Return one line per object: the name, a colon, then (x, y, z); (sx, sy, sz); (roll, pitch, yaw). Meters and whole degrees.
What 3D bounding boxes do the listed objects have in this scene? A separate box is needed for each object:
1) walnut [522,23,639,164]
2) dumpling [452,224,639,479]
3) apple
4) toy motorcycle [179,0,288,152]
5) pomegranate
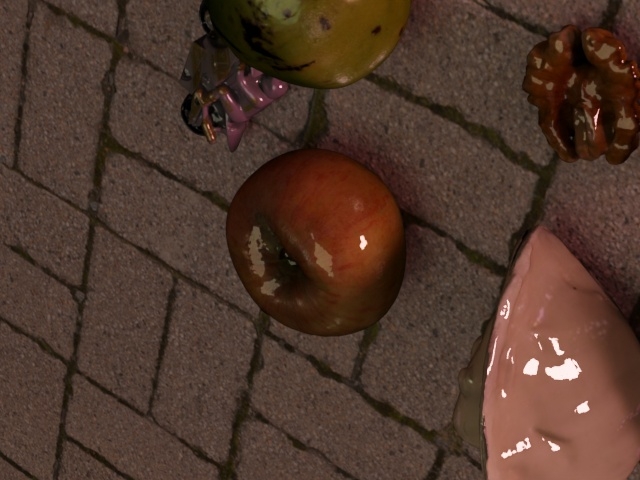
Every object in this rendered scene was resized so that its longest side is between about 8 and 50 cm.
walnut: (0.308, -0.171, 1.725); (0.143, 0.069, 0.170); (8, 122, 33)
dumpling: (0.271, 0.189, 1.804); (0.233, 0.315, 0.395); (4, 110, 26)
apple: (0.000, 0.000, 1.980); (0.261, 0.194, 0.260); (18, 123, 29)
toy motorcycle: (-0.114, -0.217, 2.019); (0.152, 0.073, 0.225); (29, 130, 17)
pomegranate: (0.009, -0.316, 1.755); (0.341, 0.260, 0.260); (-26, 98, 41)
